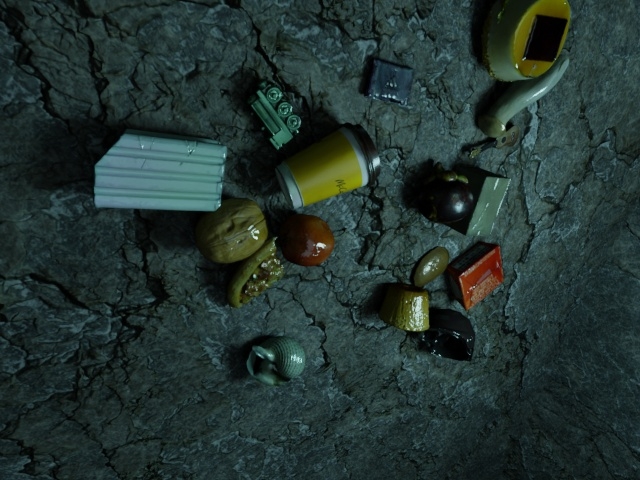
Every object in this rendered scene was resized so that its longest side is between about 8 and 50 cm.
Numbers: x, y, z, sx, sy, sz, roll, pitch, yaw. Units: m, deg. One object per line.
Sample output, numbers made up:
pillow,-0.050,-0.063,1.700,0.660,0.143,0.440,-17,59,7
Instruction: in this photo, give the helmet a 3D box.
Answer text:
helmet,0.561,0.389,1.805,0.177,0.224,0.305,-60,139,-31

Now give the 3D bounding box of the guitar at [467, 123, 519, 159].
guitar,0.644,-0.364,1.563,0.271,0.038,0.084,-25,125,-22

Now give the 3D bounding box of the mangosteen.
mangosteen,0.435,-0.169,1.457,0.192,0.192,0.217,-9,97,-28

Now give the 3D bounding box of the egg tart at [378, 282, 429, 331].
egg tart,0.334,0.251,1.610,0.202,0.202,0.147,5,99,-34

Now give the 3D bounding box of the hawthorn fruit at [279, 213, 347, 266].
hawthorn fruit,0.000,0.000,1.294,0.285,0.165,0.165,2,113,-46

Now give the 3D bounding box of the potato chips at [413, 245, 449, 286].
potato chips,0.461,0.113,1.697,0.201,0.049,0.150,-36,133,-18

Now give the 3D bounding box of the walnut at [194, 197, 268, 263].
walnut,-0.240,-0.025,1.116,0.197,0.165,0.165,-32,127,-14

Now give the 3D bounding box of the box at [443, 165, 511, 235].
box,0.573,-0.149,1.563,0.155,0.149,0.232,0,114,-33

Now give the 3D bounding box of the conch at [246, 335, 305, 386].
conch,-0.149,0.392,1.411,0.200,0.131,0.172,39,120,-13

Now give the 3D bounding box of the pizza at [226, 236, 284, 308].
pizza,-0.181,0.106,1.253,0.197,0.058,0.292,2,130,-53

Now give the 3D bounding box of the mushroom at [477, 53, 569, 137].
mushroom,0.694,-0.507,1.451,0.122,0.159,0.329,42,92,-5

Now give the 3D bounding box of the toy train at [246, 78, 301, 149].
toy train,-0.125,-0.331,1.085,0.111,0.071,0.170,-39,129,1

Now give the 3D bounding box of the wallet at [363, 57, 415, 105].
wallet,0.207,-0.471,1.242,0.165,0.030,0.111,-1,110,-34

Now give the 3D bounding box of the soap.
soap,-0.380,-0.165,0.992,0.289,0.095,0.173,-1,113,-31

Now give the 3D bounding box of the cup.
cup,0.020,-0.203,1.174,0.279,0.196,0.197,-26,126,-10

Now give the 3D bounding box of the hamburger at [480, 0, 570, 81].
hamburger,0.642,-0.659,1.322,0.275,0.179,0.294,-12,123,-24

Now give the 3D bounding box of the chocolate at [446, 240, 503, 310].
chocolate,0.674,0.147,1.811,0.237,0.108,0.235,-35,128,-10
